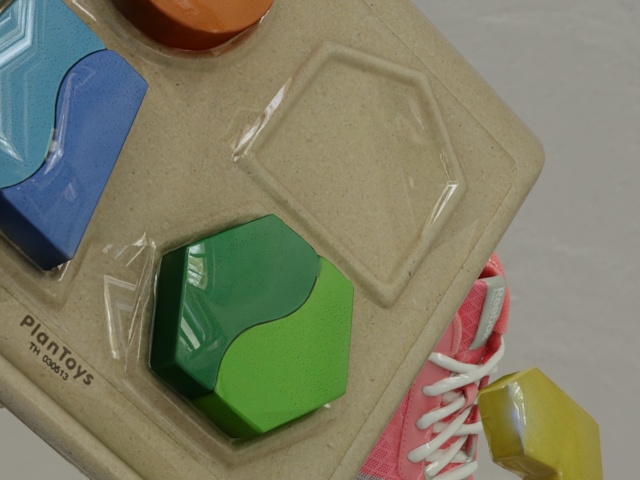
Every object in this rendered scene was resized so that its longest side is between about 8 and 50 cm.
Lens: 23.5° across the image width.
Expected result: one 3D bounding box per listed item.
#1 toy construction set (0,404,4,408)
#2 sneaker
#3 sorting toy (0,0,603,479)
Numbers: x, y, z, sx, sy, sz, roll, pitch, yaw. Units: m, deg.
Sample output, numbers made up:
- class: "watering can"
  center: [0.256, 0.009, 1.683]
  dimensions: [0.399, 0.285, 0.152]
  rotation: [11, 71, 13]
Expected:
- class: "toy construction set"
  center: [-0.075, 0.017, 0.934]
  dimensions: [0.237, 0.309, 0.257]
  rotation: [-18, -99, 11]
- class: "sneaker"
  center: [0.046, 0.067, 0.844]
  dimensions: [0.136, 0.116, 0.313]
  rotation: [-14, -88, 41]
- class: "sorting toy"
  center: [0.000, 0.000, 0.500]
  dimensions: [0.307, 0.229, 0.041]
  rotation: [44, -36, -16]
